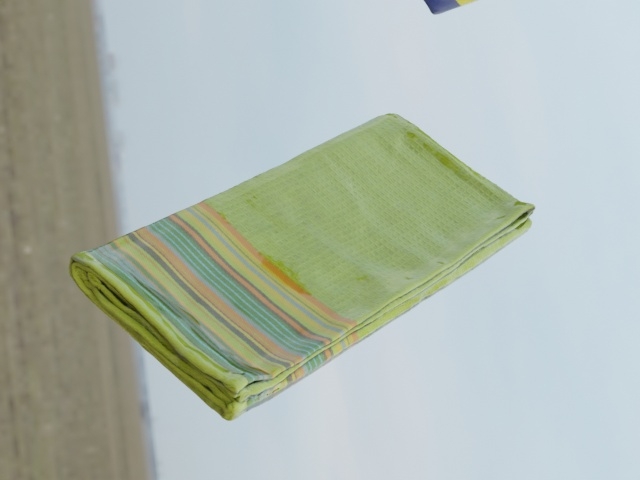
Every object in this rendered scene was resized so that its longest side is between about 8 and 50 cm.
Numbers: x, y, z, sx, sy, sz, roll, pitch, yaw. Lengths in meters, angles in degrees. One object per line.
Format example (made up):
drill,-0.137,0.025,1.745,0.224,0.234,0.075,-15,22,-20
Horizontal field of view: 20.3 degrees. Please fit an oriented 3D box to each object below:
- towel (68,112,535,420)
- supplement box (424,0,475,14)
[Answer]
towel,0.000,0.000,0.823,0.102,0.237,0.021,40,-50,19
supplement box,0.201,-0.353,1.372,0.194,0.356,0.195,46,35,-46
